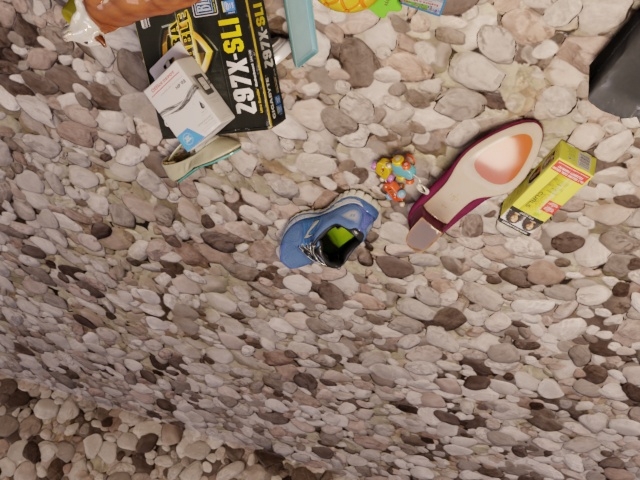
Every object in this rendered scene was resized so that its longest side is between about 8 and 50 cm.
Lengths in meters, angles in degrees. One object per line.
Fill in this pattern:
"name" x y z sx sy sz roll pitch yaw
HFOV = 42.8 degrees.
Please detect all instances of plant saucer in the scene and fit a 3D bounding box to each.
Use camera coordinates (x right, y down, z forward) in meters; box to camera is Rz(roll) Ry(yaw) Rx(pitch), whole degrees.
"plant saucer" -0.040 -0.421 1.544 0.018 0.067 0.192 29 148 29

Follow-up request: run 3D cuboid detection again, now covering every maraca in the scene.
"maraca" 0.062 -0.450 1.431 0.185 0.099 0.127 16 149 -6

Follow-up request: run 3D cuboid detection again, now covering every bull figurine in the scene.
"bull figurine" -0.364 -0.454 1.481 0.310 0.101 0.188 -11 149 21

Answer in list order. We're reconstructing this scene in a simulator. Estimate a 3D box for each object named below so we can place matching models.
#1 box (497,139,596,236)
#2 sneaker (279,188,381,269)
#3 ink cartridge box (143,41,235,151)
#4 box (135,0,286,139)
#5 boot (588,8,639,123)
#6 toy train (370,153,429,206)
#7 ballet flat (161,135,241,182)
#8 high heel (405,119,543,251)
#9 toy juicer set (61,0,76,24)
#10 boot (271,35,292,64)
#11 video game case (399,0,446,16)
"box" 0.465 -0.103 1.692 0.087 0.058 0.232 27 141 -7
"sneaker" 0.000 0.000 1.955 0.129 0.147 0.330 37 140 -19
"ink cartridge box" -0.260 -0.273 1.550 0.104 0.060 0.180 -34 93 32
"box" -0.220 -0.366 1.574 0.257 0.079 0.322 -2 110 24
"boot" 0.688 -0.309 1.270 0.367 0.146 0.445 33 138 1
"toy train" 0.178 -0.137 1.773 0.125 0.046 0.166 47 159 -14
"ballet flat" -0.286 -0.203 1.904 0.248 0.086 0.086 -20 126 41
"high heel" 0.318 -0.137 1.727 0.127 0.181 0.377 45 118 -8
"toy juicer set" -0.534 -0.566 1.555 0.209 0.089 0.329 33 160 14
"boot" -0.183 -0.375 1.638 0.258 0.095 0.123 -20 119 32
"video game case" 0.177 -0.476 1.415 0.119 0.015 0.166 19 142 2
